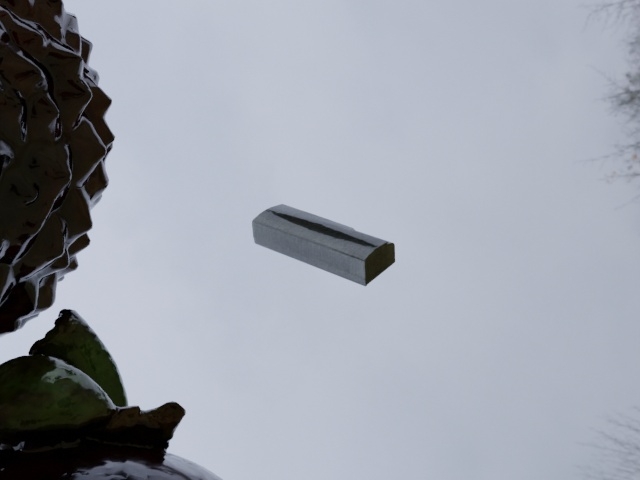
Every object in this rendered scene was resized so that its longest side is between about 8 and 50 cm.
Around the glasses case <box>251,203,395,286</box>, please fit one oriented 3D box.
[{"bbox_3d":[0.000,0.000,0.898,0.071,0.205,0.047,-34,-49,-39],"label":"glasses case"}]

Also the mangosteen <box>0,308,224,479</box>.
[{"bbox_3d":[-0.161,0.235,0.423,0.306,0.306,0.359,43,-142,-37],"label":"mangosteen"}]

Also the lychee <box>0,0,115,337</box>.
[{"bbox_3d":[-0.409,-0.057,0.472,0.500,0.424,0.424,-20,-74,-14],"label":"lychee"}]
